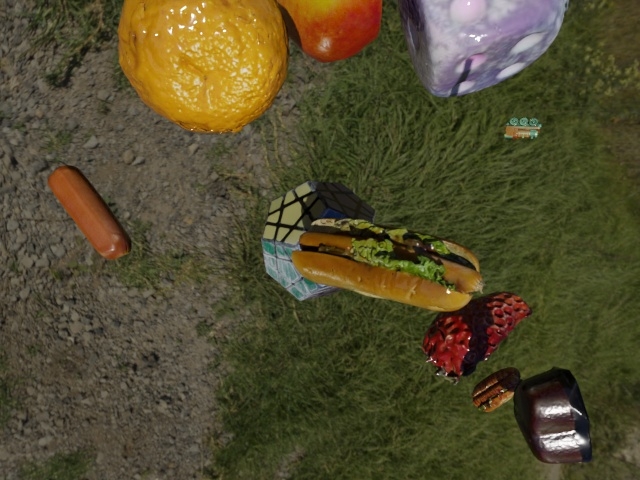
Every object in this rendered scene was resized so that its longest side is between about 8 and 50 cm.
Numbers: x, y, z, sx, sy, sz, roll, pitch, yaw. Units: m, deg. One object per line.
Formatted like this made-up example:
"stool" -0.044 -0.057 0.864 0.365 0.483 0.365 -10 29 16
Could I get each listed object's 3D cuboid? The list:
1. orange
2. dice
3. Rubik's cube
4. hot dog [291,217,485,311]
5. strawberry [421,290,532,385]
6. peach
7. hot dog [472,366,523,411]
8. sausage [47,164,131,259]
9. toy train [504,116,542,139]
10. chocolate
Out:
"orange" -0.232 -0.401 0.890 0.340 0.293 0.340 -6 135 -6
"dice" 0.334 -0.500 0.946 0.271 0.270 0.270 -18 83 6
"Rubik's cube" 0.000 0.000 1.114 0.319 0.264 0.319 -3 99 -16
"hot dog" 0.101 0.026 0.703 0.135 0.337 0.100 -51 137 -34
"strawberry" 0.367 0.220 1.074 0.280 0.150 0.253 -48 162 16
"peach" 0.020 -0.690 1.242 0.380 0.306 0.242 92 1 -64
"hot dog" 0.343 0.292 0.844 0.038 0.062 0.144 6 141 -16
"sausage" -0.278 -0.032 0.525 0.041 0.039 0.131 -38 87 3
"toy train" 0.627 -0.344 1.336 0.044 0.103 0.064 25 77 -60
"chocolate" 0.339 0.260 0.664 0.080 0.125 0.149 -15 106 2
